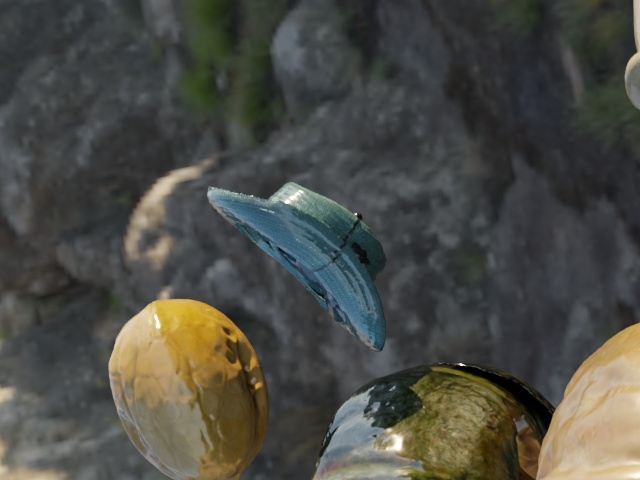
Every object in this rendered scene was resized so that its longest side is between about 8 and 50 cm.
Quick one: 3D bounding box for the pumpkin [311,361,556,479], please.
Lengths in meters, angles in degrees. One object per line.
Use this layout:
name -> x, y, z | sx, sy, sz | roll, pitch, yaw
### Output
pumpkin -> 0.102, 0.259, 1.281 | 0.320, 0.192, 0.321 | 21, -115, -57

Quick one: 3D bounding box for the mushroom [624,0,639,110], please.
mushroom -> 0.283, -0.189, 1.195 | 0.247, 0.096, 0.108 | -66, -31, -43

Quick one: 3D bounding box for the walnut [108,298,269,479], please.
walnut -> -0.135, 0.159, 1.654 | 0.207, 0.159, 0.159 | 64, 166, 4

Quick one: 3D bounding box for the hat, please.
hat -> 0.000, 0.000, 1.267 | 0.191, 0.078, 0.138 | 43, 171, -7

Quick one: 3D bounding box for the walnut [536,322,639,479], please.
walnut -> 0.143, 0.104, 0.593 | 0.166, 0.149, 0.167 | 178, 90, -81
